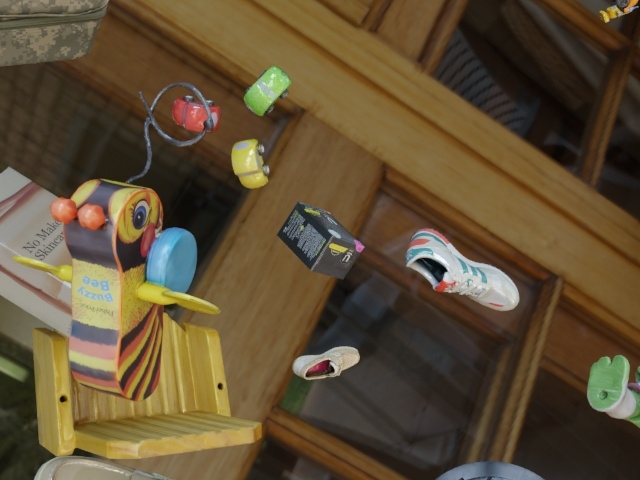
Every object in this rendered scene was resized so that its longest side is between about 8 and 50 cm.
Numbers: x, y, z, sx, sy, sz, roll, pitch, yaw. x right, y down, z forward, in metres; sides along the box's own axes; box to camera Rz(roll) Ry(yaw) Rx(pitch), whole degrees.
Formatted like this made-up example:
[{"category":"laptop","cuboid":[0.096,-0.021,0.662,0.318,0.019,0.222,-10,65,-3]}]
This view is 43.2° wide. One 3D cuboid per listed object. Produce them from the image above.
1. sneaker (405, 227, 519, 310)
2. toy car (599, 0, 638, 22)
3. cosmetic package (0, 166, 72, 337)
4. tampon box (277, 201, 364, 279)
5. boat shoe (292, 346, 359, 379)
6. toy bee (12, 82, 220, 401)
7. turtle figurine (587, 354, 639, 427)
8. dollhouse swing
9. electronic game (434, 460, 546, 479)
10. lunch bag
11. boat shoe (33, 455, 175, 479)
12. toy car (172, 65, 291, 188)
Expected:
[{"category":"sneaker","cuboid":[0.176,0.052,1.028,0.057,0.161,0.075,-56,-1,39]},{"category":"toy car","cuboid":[0.289,-0.247,0.773,0.041,0.060,0.122,-18,6,14]},{"category":"cosmetic package","cuboid":[-0.438,0.032,1.325,0.129,0.296,0.153,-58,2,43]},{"category":"tampon box","cuboid":[0.000,0.000,1.939,0.161,0.120,0.101,45,109,40]},{"category":"boat shoe","cuboid":[0.022,0.292,1.877,0.059,0.170,0.063,37,132,56]},{"category":"toy bee","cuboid":[-0.195,0.008,0.732,0.195,0.298,0.162,-10,0,17]},{"category":"turtle figurine","cuboid":[0.479,0.199,1.030,0.275,0.266,0.197,-44,41,18]},{"category":"dollhouse swing","cuboid":[-0.312,0.253,1.506,0.305,0.347,0.315,-31,63,49]},{"category":"electronic game","cuboid":[0.216,0.393,1.008,0.229,0.229,0.048,-61,-21,-13]},{"category":"lunch bag","cuboid":[-0.459,-0.406,1.173,0.305,0.212,0.256,-17,-24,-42]},{"category":"boat shoe","cuboid":[-0.215,0.347,1.038,0.098,0.302,0.109,-38,29,41]},{"category":"toy car","cuboid":[-0.146,-0.235,1.527,0.225,0.239,0.053,-45,5,23]}]
